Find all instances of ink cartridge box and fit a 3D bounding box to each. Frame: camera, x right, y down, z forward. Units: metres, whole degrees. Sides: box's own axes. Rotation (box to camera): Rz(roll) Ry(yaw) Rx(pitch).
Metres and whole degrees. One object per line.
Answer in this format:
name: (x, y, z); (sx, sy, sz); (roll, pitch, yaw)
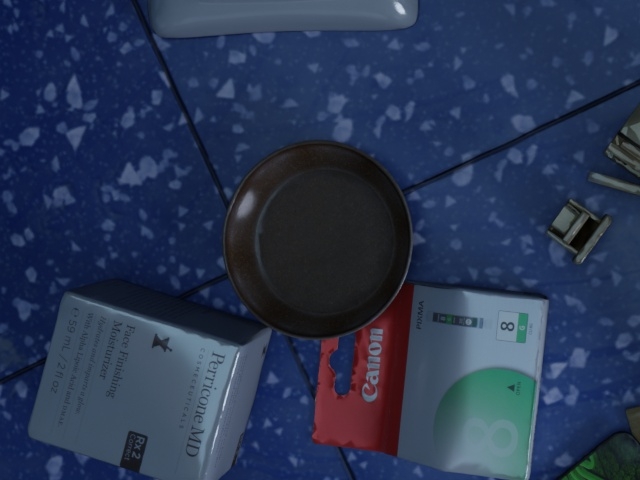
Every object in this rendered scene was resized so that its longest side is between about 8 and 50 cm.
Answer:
ink cartridge box: (0.105, 0.132, 1.443); (0.224, 0.056, 0.181); (6, 92, 8)

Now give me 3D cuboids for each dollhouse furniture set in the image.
dollhouse furniture set: (0.289, -0.035, 1.338); (0.101, 0.182, 0.161); (36, 97, 7)

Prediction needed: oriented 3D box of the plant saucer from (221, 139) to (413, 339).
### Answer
plant saucer: (0.000, 0.000, 1.454); (0.198, 0.036, 0.199); (-1, 87, 18)

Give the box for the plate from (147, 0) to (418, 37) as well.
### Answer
plate: (-0.048, -0.340, 1.432); (0.278, 0.045, 0.277); (-1, 103, 9)

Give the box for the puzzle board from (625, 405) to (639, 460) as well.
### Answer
puzzle board: (0.372, 0.194, 1.419); (0.128, 0.011, 0.096); (-16, 88, 10)

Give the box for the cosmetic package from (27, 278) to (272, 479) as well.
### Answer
cosmetic package: (-0.164, 0.138, 1.439); (0.183, 0.151, 0.151); (16, 96, 9)

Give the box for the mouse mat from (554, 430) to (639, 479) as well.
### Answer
mouse mat: (0.302, 0.300, 1.430); (0.152, 0.007, 0.190); (-42, 84, 15)
